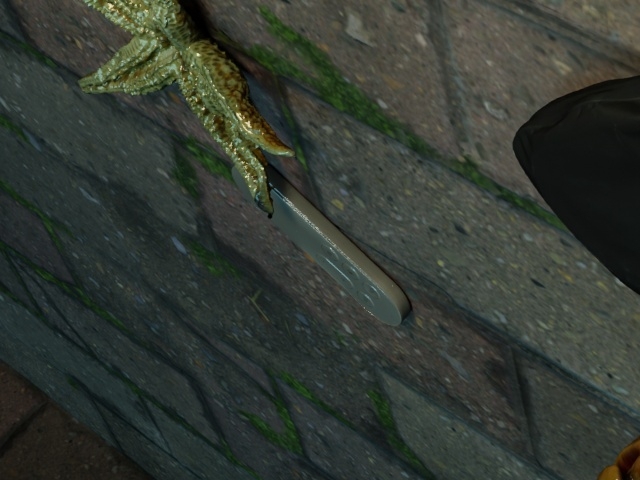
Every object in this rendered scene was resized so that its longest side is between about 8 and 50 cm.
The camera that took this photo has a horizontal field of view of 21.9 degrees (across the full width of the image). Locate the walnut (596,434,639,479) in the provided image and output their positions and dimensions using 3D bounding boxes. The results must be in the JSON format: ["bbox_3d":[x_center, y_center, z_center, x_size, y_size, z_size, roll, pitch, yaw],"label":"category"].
[{"bbox_3d":[0.332,0.261,1.366,0.209,0.209,0.336,33,166,29],"label":"walnut"}]

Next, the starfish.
[{"bbox_3d":[-0.141,-0.181,1.594,0.347,0.078,0.358,39,159,16],"label":"starfish"}]

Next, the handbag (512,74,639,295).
[{"bbox_3d":[0.260,-0.041,1.096,0.191,0.075,0.332,48,159,-8],"label":"handbag"}]

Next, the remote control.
[{"bbox_3d":[0.000,0.000,1.756,0.245,0.022,0.077,43,158,5],"label":"remote control"}]
